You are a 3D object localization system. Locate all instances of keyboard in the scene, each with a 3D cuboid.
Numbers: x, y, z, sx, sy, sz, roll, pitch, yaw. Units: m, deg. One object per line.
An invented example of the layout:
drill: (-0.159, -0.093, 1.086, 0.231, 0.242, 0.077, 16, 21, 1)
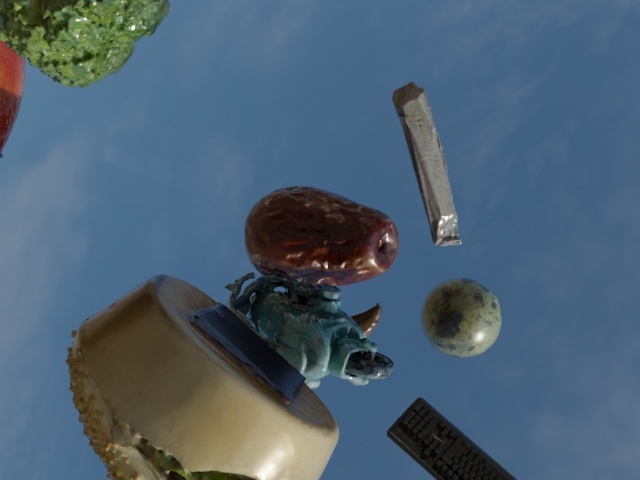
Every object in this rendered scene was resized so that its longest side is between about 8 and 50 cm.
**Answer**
keyboard: (0.201, 0.321, 1.321, 0.230, 0.025, 0.093, 40, -124, 14)

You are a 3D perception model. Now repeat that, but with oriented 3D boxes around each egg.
egg: (0.251, 0.137, 1.663, 0.141, 0.181, 0.141, -1, -95, 18)

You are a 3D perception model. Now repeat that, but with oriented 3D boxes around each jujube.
jujube: (0.000, 0.000, 1.561, 0.255, 0.190, 0.190, 9, -111, 33)

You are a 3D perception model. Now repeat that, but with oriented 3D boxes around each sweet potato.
sweet potato: (0.003, 0.190, 1.528, 0.264, 0.057, 0.057, -43, -139, 16)

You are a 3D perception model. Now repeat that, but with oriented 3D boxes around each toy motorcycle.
toy motorcycle: (-0.033, 0.131, 1.312, 0.260, 0.206, 0.154, 33, -70, 60)

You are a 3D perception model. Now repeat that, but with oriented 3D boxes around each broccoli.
broccoli: (-0.204, -0.270, 0.766, 0.302, 0.186, 0.254, -54, -144, 44)

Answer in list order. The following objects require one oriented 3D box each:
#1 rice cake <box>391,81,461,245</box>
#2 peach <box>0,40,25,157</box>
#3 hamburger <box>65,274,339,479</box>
rice cake: (0.168, -0.113, 1.463, 0.055, 0.270, 0.049, -21, -161, -6)
peach: (-0.470, -0.225, 1.082, 0.281, 0.281, 0.339, -22, -97, 32)
hamburger: (-0.123, 0.172, 0.939, 0.170, 0.302, 0.302, -49, -139, 3)
